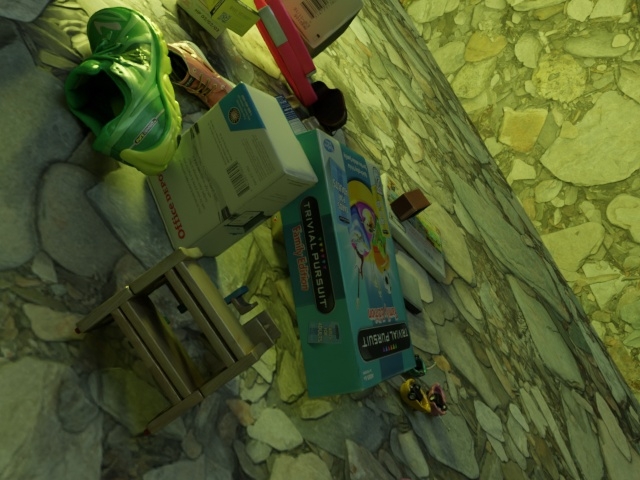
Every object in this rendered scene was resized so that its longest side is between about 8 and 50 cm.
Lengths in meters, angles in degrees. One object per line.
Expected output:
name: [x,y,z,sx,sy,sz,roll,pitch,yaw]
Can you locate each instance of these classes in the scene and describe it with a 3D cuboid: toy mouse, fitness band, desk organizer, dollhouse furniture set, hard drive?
toy mouse: [0.176,0.252,1.042,0.161,0.031,0.143,52,27,-5]
fitness band: [-0.082,-0.418,1.252,0.291,0.054,0.209,61,0,-23]
desk organizer: [0.215,-0.086,1.423,0.050,0.047,0.130,55,27,7]
dollhouse furniture set: [-0.139,0.097,0.644,0.129,0.129,0.183,55,2,2]
hard drive: [0.153,0.080,1.213,0.135,0.022,0.094,38,31,-29]

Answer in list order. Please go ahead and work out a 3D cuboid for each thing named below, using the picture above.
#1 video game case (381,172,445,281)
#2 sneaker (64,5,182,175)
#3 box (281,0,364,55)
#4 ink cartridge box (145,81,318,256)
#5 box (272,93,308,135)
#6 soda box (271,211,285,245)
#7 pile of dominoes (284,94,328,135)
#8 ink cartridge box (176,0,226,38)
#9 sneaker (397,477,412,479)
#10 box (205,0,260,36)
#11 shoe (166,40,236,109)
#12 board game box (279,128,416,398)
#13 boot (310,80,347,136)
video game case: [0.219,-0.034,1.451,0.227,0.026,0.206,42,29,-21]
sneaker: [-0.265,-0.216,0.778,0.123,0.109,0.296,12,42,-44]
box: [-0.012,-0.504,1.363,0.121,0.148,0.311,49,1,-11]
ink cartridge box: [-0.119,-0.085,0.775,0.082,0.190,0.140,6,54,-58]
box: [-0.048,-0.161,1.110,0.225,0.036,0.136,54,35,0]
soda box: [0.000,0.000,1.014,0.181,0.061,0.058,34,34,-36]
pile of dominoes: [-0.058,-0.182,1.184,0.196,0.040,0.251,54,35,-1]
ink cartridge box: [-0.224,-0.480,1.205,0.104,0.061,0.181,38,30,-28]
sneaker: [0.130,0.386,0.810,0.057,0.047,0.119,-28,79,-48]
box: [-0.191,-0.503,1.150,0.087,0.058,0.232,15,47,-51]
shoe: [-0.197,-0.257,0.996,0.178,0.063,0.081,49,28,0]
board game box: [0.042,0.035,0.872,0.253,0.079,0.336,10,68,-66]
boot: [0.036,-0.281,1.344,0.106,0.082,0.219,44,11,-34]
